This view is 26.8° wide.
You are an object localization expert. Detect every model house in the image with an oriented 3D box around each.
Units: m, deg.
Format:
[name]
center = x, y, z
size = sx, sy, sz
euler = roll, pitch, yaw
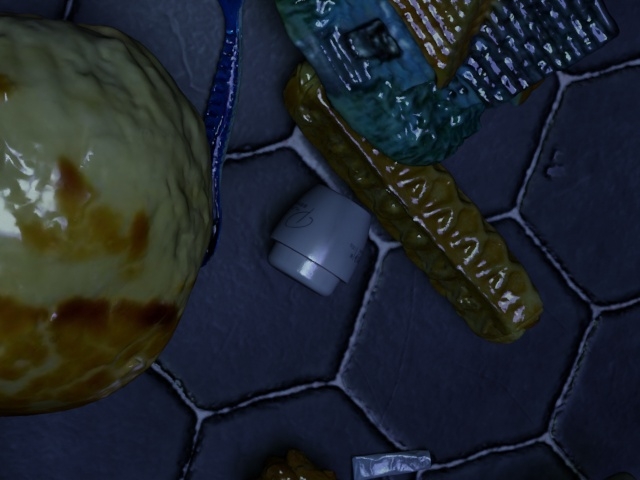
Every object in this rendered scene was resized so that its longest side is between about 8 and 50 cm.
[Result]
[model house]
center = 0.133, -0.221, 1.202
size = 0.226, 0.241, 0.261
euler = -47, 110, -27

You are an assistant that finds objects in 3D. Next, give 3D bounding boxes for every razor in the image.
[razor]
center = -0.101, -0.130, 1.299
size = 0.056, 0.093, 0.324
euler = -12, 112, -46

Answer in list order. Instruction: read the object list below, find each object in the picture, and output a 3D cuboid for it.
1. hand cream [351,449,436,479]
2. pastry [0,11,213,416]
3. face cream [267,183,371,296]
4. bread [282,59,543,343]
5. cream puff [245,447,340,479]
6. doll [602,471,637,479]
[hand cream]
center = 0.078, 0.239, 1.435
size = 0.093, 0.019, 0.030
euler = -6, 105, -4
[pastry]
center = -0.276, -0.011, 1.118
size = 0.388, 0.388, 0.312
euler = -5, 76, -11
[face cream]
center = 0.000, 0.000, 1.326
size = 0.091, 0.091, 0.095
euler = 33, 86, -16
[bread]
center = 0.096, -0.039, 1.344
size = 0.367, 0.084, 0.077
euler = 49, 44, -15
[cream puff]
center = -0.029, 0.276, 1.383
size = 0.116, 0.094, 0.122
euler = 3, 78, -16
[doll]
center = 0.255, 0.455, 1.445
size = 0.378, 0.252, 0.382
euler = -18, 104, 25
